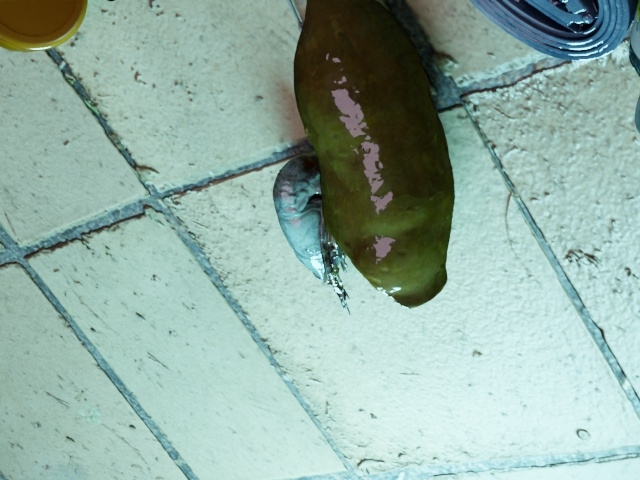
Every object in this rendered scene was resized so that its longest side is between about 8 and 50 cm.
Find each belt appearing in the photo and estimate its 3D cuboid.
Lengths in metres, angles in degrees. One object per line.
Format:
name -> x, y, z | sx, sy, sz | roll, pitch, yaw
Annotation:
belt -> 0.203, -0.251, 1.094 | 0.190, 0.082, 0.141 | 37, 146, -1

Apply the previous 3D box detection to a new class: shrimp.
shrimp -> 0.000, 0.000, 1.449 | 0.090, 0.079, 0.232 | 42, 156, 53

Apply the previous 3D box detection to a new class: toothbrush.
toothbrush -> -0.041, -0.277, 1.279 | 0.014, 0.011, 0.167 | -10, 121, 32

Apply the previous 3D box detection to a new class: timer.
timer -> -0.354, -0.271, 1.425 | 0.132, 0.132, 0.152 | 51, 157, -15

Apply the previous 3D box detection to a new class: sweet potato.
sweet potato -> 0.057, -0.112, 1.261 | 0.158, 0.158, 0.369 | 6, 124, 29

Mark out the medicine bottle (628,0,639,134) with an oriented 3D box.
medicine bottle -> 0.336, -0.206, 1.005 | 0.141, 0.141, 0.293 | 19, 134, 18
